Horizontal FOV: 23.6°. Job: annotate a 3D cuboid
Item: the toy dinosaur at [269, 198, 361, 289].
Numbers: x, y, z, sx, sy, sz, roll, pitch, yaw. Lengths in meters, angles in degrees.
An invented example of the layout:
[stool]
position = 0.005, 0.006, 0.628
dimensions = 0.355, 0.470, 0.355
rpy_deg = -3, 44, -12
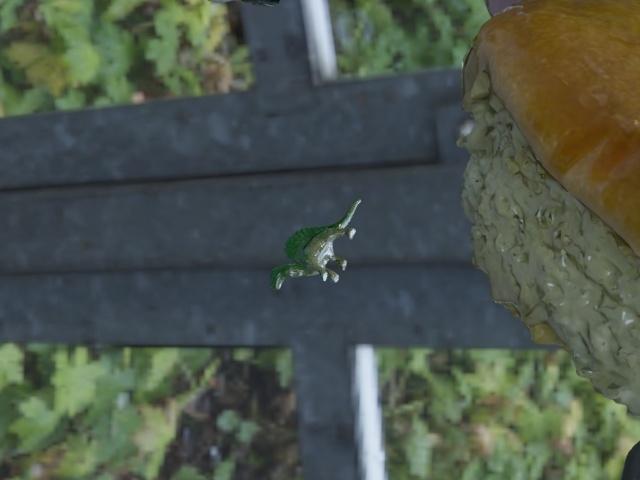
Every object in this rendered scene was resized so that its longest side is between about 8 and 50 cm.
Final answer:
[toy dinosaur]
position = 0.000, 0.000, 1.407
dimensions = 0.119, 0.060, 0.029
rpy_deg = -60, 154, -26

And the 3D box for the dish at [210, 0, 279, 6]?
[dish]
position = -0.068, -0.298, 1.723
dimensions = 0.078, 0.141, 0.141
rpy_deg = 51, 49, -27

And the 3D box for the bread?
[bread]
position = 0.167, -0.018, 0.574
dimensions = 0.246, 0.174, 0.121
rpy_deg = -1, 123, -34

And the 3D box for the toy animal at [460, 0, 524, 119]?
[toy animal]
position = 0.197, -0.156, 1.226
dimensions = 0.195, 0.169, 0.281
rpy_deg = -43, 157, -34

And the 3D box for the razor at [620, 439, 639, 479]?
[razor]
position = 0.249, 0.257, 0.920
dimensions = 0.107, 0.189, 0.326
rpy_deg = 57, 40, -38
